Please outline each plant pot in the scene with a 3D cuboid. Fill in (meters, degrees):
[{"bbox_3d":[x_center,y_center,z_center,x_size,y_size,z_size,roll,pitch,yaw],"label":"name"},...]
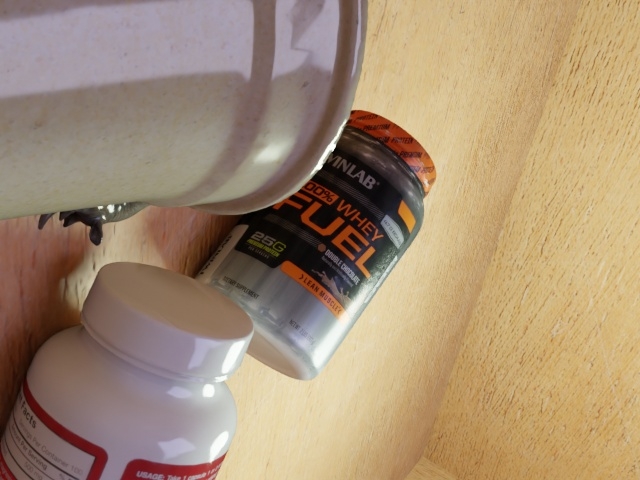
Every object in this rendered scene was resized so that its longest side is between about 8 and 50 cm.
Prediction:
[{"bbox_3d":[-0.196,-0.136,0.543,0.305,0.334,0.333,-23,138,-42],"label":"plant pot"}]

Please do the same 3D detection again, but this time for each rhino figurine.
[{"bbox_3d":[-0.183,-0.075,0.929,0.243,0.073,0.106,-42,149,-37],"label":"rhino figurine"}]

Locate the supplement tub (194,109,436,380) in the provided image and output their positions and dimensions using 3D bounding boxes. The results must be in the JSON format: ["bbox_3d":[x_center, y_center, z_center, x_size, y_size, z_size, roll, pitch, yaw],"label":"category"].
[{"bbox_3d":[0.000,0.000,1.251,0.338,0.207,0.207,-54,158,-18],"label":"supplement tub"}]

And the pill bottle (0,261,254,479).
[{"bbox_3d":[-0.230,0.239,1.004,0.229,0.229,0.407,-3,120,-66],"label":"pill bottle"}]
